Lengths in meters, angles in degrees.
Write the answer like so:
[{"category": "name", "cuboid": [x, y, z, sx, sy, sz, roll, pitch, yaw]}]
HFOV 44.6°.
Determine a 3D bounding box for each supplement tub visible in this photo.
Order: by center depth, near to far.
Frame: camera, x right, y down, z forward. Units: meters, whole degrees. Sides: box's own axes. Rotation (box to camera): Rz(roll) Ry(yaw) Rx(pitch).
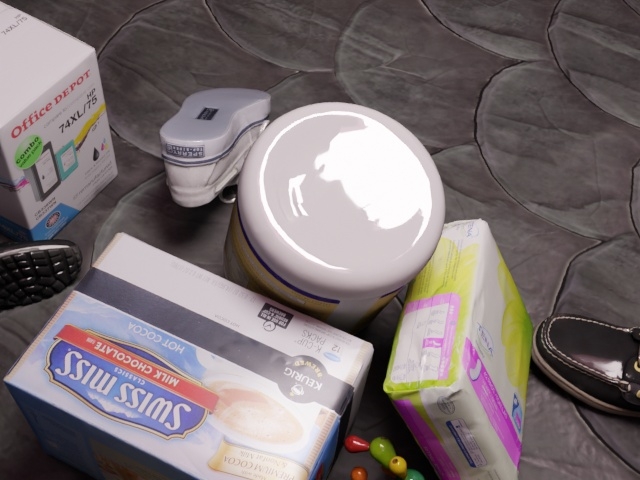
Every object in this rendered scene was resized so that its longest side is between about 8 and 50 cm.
[{"category": "supplement tub", "cuboid": [0.000, 0.000, 1.007, 0.241, 0.331, 0.240, 4, 69, -11]}]

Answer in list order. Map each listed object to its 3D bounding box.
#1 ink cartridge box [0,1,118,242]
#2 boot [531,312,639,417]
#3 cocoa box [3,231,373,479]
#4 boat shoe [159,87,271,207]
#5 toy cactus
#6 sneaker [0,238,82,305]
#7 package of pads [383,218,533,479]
[{"category": "ink cartridge box", "cuboid": [-0.449, -0.165, 1.143, 0.197, 0.270, 0.198, 28, 56, 14]}, {"category": "boot", "cuboid": [0.491, 0.138, 1.012, 0.378, 0.284, 0.138, 24, 55, 10]}, {"category": "cocoa box", "cuboid": [-0.147, 0.195, 0.935, 0.347, 0.231, 0.227, 23, 56, 10]}, {"category": "boat shoe", "cuboid": [-0.159, -0.139, 1.247, 0.136, 0.156, 0.367, 5, 24, 4]}, {"category": "toy cactus", "cuboid": [0.108, 0.334, 0.905, 0.181, 0.112, 0.218, -7, 73, 10]}, {"category": "sneaker", "cuboid": [-0.488, 0.030, 1.104, 0.284, 0.107, 0.124, -16, 51, -18]}, {"category": "package of pads", "cuboid": [0.184, 0.141, 0.987, 0.101, 0.229, 0.296, -12, 35, 28]}]
